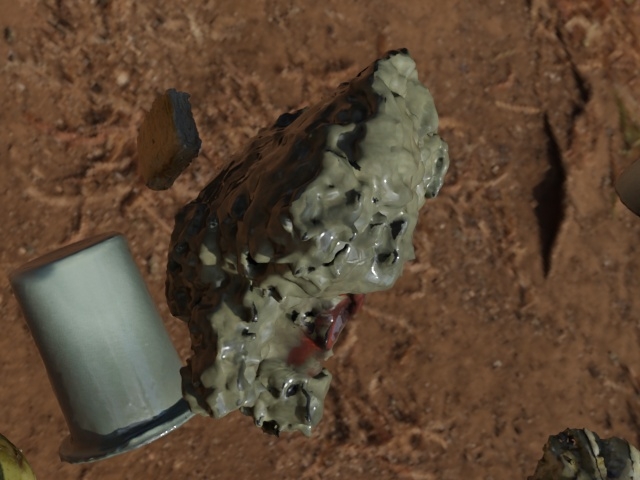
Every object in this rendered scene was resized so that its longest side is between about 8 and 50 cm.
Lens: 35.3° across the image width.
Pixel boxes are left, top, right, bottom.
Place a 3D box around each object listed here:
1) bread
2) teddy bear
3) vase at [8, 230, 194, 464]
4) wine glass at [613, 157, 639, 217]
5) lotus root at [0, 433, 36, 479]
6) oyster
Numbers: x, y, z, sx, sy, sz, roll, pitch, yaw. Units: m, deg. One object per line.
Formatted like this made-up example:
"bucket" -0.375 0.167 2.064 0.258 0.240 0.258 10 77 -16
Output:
"bread" -0.142 -0.091 0.934 0.035 0.083 0.070 6 52 -38
"teddy bear" 0.000 0.000 0.846 0.224 0.367 0.357 31 83 -12
"vase" -0.329 0.148 1.487 0.245 0.245 0.291 -33 104 -51
"wine glass" 0.452 -0.194 0.897 0.267 0.406 0.267 9 25 -4
"lotus root" -0.392 0.208 0.945 0.278 0.154 0.154 33 42 -12
"oyster" 0.272 0.275 0.928 0.133 0.072 0.209 -10 83 -1
